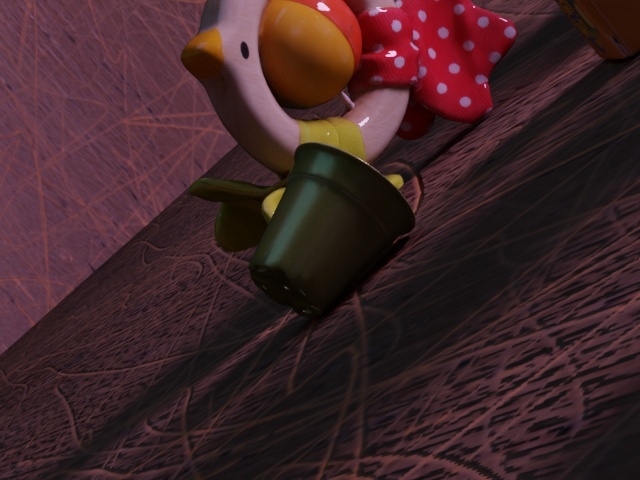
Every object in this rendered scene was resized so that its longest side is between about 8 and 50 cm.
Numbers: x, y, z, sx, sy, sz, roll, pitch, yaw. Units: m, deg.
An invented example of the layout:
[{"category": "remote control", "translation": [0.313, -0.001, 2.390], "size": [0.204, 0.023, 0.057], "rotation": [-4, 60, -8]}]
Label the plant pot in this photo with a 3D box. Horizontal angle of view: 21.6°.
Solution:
[{"category": "plant pot", "translation": [0.000, 0.000, 0.969], "size": [0.079, 0.083, 0.083], "rotation": [-56, 13, -20]}]

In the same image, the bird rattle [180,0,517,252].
[{"category": "bird rattle", "translation": [0.014, -0.111, 1.107], "size": [0.143, 0.207, 0.253], "rotation": [5, 52, 53]}]

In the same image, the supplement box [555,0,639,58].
[{"category": "supplement box", "translation": [0.239, -0.207, 0.989], "size": [0.233, 0.078, 0.080], "rotation": [-39, 7, -2]}]
